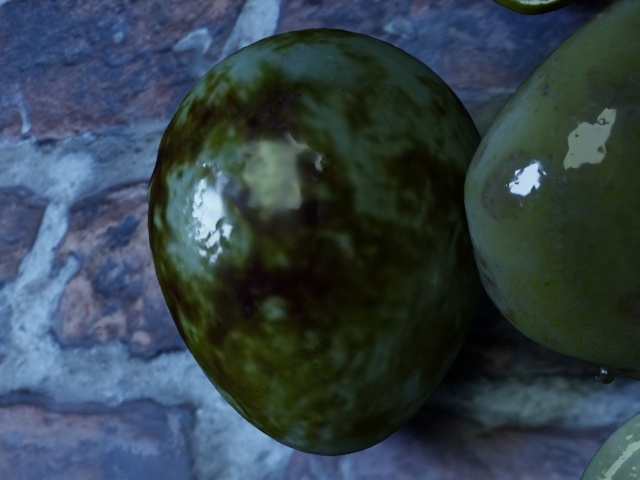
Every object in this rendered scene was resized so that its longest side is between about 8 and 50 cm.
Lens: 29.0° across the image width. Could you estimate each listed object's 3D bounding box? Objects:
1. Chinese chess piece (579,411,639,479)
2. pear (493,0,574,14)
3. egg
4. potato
[{"bbox_3d":[0.231,0.176,0.698,0.188,0.083,0.188,-16,57,27],"label":"Chinese chess piece"},{"bbox_3d":[0.167,-0.243,0.945,0.141,0.104,0.141,3,100,18],"label":"pear"},{"bbox_3d":[0.000,0.000,0.845,0.238,0.238,0.289,-1,84,33],"label":"egg"},{"bbox_3d":[0.248,-0.061,0.733,0.351,0.202,0.218,-39,85,3],"label":"potato"}]
